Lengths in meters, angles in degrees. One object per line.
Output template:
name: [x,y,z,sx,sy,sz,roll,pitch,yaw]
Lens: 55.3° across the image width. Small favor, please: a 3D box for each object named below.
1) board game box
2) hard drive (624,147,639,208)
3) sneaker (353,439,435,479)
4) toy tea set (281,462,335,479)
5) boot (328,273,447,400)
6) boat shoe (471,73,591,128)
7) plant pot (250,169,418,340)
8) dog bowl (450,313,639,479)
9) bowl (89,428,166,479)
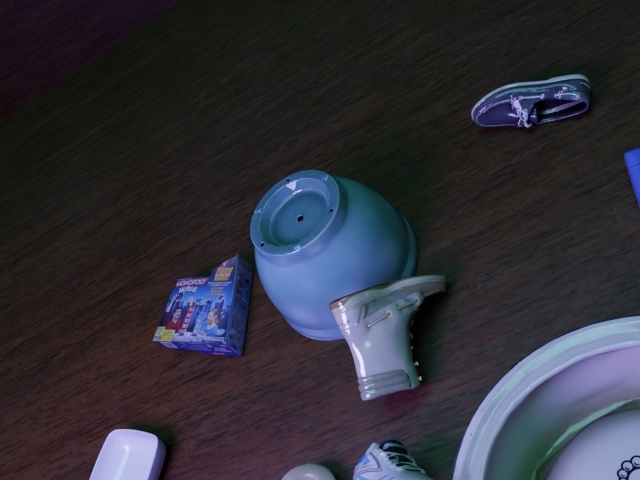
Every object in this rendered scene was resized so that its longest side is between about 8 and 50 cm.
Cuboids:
board game box: [-0.216,0.126,1.221,0.194,0.060,0.194,-3,55,33]
hard drive: [0.558,-0.021,0.817,0.210,0.040,0.319,-15,51,24]
sneaker: [0.095,0.301,0.782,0.085,0.237,0.086,10,73,-9]
toy tea set: [0.015,0.463,0.804,0.200,0.124,0.336,-27,35,-27]
boot: [0.128,0.145,0.949,0.077,0.213,0.165,-33,72,59]
boat shoe: [0.371,-0.235,1.081,0.205,0.075,0.065,-11,49,22]
plant pot: [0.000,0.000,1.072,0.292,0.196,0.293,-18,50,22]
dog bowl: [0.349,0.286,0.621,0.407,0.150,0.408,-25,39,22]
bowl: [-0.342,0.417,1.094,0.142,0.053,0.142,-4,56,31]
